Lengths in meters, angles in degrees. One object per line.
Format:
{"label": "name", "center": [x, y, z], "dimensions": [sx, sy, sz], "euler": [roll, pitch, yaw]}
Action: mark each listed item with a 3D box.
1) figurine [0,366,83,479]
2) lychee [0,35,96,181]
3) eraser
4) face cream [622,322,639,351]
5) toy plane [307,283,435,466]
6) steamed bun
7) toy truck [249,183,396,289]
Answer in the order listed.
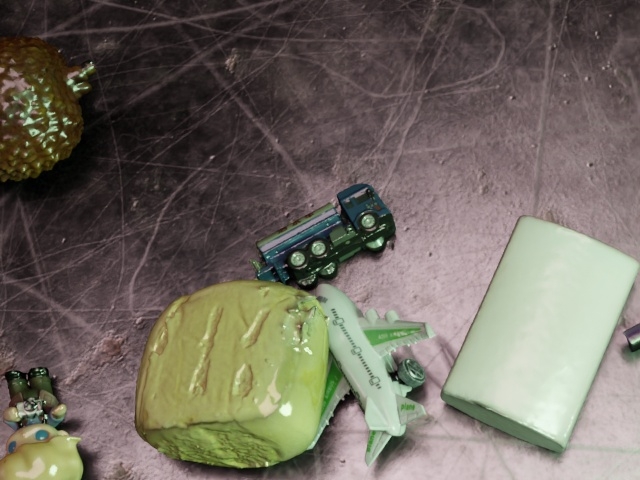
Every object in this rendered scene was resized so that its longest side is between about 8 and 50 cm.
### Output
{"label": "figurine", "center": [-0.376, 0.259, 1.946], "dimensions": [0.114, 0.108, 0.196], "euler": [-3, 62, -11]}
{"label": "lychee", "center": [-0.421, -0.189, 2.067], "dimensions": [0.238, 0.200, 0.200], "euler": [-27, 69, 10]}
{"label": "eraser", "center": [0.288, 0.119, 1.921], "dimensions": [0.174, 0.095, 0.270], "euler": [23, 76, 9]}
{"label": "face cream", "center": [0.520, 0.072, 1.919], "dimensions": [0.273, 0.078, 0.078], "euler": [-27, 69, -3]}
{"label": "toy plane", "center": [0.056, 0.160, 1.924], "dimensions": [0.251, 0.101, 0.255], "euler": [-46, 50, 27]}
{"label": "steamed bun", "center": [-0.097, 0.175, 1.901], "dimensions": [0.273, 0.166, 0.232], "euler": [-10, 57, 28]}
{"label": "toy truck", "center": [0.000, 0.000, 2.014], "dimensions": [0.202, 0.074, 0.088], "euler": [-29, 61, -4]}
